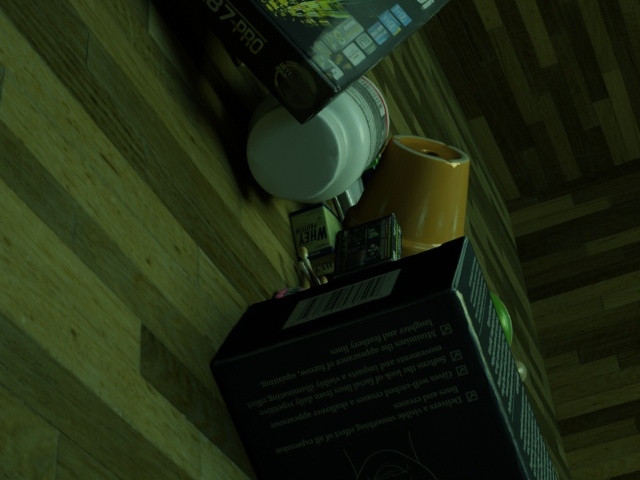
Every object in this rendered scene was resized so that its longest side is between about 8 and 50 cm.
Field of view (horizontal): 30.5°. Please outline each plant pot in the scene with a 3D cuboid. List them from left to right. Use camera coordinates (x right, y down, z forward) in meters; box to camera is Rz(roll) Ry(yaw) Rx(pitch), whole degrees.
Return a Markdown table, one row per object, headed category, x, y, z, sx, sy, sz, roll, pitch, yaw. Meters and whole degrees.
| category | x | y | z | sx | sy | sz | roll | pitch | yaw |
| --- | --- | --- | --- | --- | --- | --- | --- | --- | --- |
| plant pot | 0.147 | -0.058 | 1.840 | 0.205 | 0.205 | 0.188 | -60 | 165 | -70 |

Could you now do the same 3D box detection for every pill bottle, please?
| category | x | y | z | sx | sy | sz | roll | pitch | yaw |
| --- | --- | --- | --- | --- | --- | --- | --- | --- | --- |
| pill bottle | -0.006 | -0.152 | 1.702 | 0.318 | 0.176 | 0.176 | -49 | 120 | -72 |

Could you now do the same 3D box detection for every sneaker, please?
| category | x | y | z | sx | sy | sz | roll | pitch | yaw |
| --- | --- | --- | --- | --- | --- | --- | --- | --- | --- |
| sneaker | -0.038 | 0.111 | 1.558 | 0.119 | 0.047 | 0.057 | -85 | 172 | -52 |

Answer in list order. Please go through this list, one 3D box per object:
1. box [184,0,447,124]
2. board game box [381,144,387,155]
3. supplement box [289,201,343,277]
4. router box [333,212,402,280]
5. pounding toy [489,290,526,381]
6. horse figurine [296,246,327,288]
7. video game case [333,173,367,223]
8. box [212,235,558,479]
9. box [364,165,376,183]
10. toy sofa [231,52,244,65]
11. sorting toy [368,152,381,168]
| category | x | y | z | sx | sy | sz | roll | pitch | yaw |
| --- | --- | --- | --- | --- | --- | --- | --- | --- | --- |
| box | -0.013 | -0.372 | 1.608 | 0.318 | 0.097 | 0.395 | 49 | 44 | -3 |
| board game box | 0.161 | -0.130 | 2.509 | 0.170 | 0.048 | 0.141 | -16 | 87 | -75 |
| supplement box | 0.000 | 0.000 | 1.774 | 0.083 | 0.056 | 0.083 | 41 | 34 | -61 |
| router box | 0.070 | 0.020 | 1.711 | 0.122 | 0.092 | 0.038 | -83 | 150 | -55 |
| pounding toy | 0.297 | 0.211 | 2.394 | 0.110 | 0.183 | 0.237 | -4 | 66 | -51 |
| horse figurine | 0.024 | 0.116 | 1.711 | 0.263 | 0.066 | 0.174 | 33 | 35 | -63 |
| video game case | 0.068 | -0.114 | 2.187 | 0.329 | 0.036 | 0.300 | -50 | 120 | -73 |
| box | 0.098 | 0.240 | 1.387 | 0.212 | 0.293 | 0.395 | -56 | 126 | -71 |
| box | 0.129 | -0.068 | 2.209 | 0.225 | 0.036 | 0.136 | 43 | 32 | -61 |
| toy sofa | -0.067 | -0.382 | 1.876 | 0.150 | 0.177 | 0.362 | 49 | 14 | 7 |
| sorting toy | 0.048 | -0.245 | 2.118 | 0.196 | 0.047 | 0.348 | 56 | 17 | -26 |
